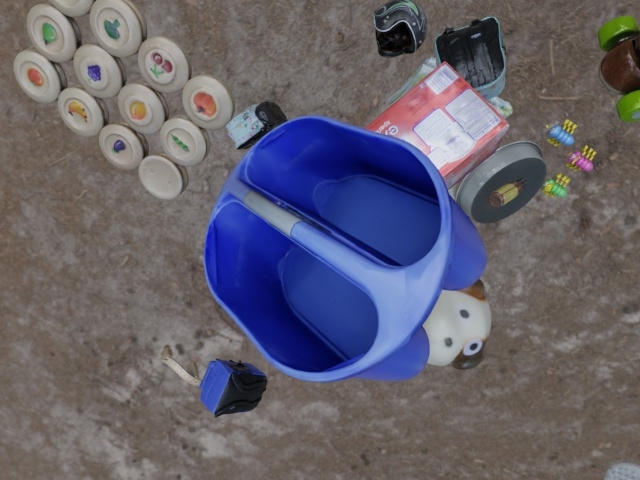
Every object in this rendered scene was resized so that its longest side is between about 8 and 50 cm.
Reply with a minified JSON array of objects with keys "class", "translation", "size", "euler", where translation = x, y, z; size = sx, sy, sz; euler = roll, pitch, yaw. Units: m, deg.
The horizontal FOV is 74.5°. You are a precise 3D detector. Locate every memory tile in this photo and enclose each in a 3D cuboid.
[{"class":"memory tile","translation":[-0.141,-0.106,0.297],"size":[0.148,0.012,0.113],"euler":[40,122,-11]}]

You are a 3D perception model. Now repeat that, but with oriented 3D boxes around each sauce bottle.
[{"class":"sauce bottle","translation":[0.465,-0.120,1.035],"size":[0.042,0.128,0.042],"euler":[39,143,38]}]

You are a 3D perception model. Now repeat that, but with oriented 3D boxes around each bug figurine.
[{"class":"bug figurine","translation":[0.776,-0.249,1.409],"size":[0.216,0.072,0.279],"euler":[27,129,-3]}]

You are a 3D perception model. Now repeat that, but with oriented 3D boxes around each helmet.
[{"class":"helmet","translation":[0.253,-0.671,1.324],"size":[0.162,0.169,0.169],"euler":[-8,120,12]}]

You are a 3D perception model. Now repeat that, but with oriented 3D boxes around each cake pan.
[{"class":"cake pan","translation":[0.550,-0.161,1.266],"size":[0.293,0.054,0.293],"euler":[-15,140,-13]}]

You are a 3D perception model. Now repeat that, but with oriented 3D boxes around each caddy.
[{"class":"caddy","translation":[0.000,0.000,0.457],"size":[0.179,0.341,0.241],"euler":[30,92,-44]}]

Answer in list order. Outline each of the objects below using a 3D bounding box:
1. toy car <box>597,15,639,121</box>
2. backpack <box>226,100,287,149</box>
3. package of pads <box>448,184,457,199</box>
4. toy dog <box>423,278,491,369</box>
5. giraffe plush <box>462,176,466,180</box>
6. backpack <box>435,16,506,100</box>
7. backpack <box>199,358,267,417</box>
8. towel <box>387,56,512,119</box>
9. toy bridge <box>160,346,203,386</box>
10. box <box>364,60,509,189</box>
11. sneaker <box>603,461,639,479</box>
[{"class":"toy car","translation":[0.492,-0.278,0.564],"size":[0.149,0.155,0.188],"euler":[-5,166,5]},{"class":"backpack","translation":[-0.217,-0.376,1.376],"size":[0.182,0.152,0.115],"euler":[-24,97,29]},{"class":"package of pads","translation":[0.324,-0.195,1.365],"size":[0.229,0.296,0.101],"euler":[-9,142,44]},{"class":"toy dog","translation":[0.203,0.192,1.033],"size":[0.408,0.395,0.284],"euler":[3,93,42]},{"class":"giraffe plush","translation":[0.572,-0.274,1.547],"size":[0.210,0.181,0.170],"euler":[-29,72,19]},{"class":"backpack","translation":[0.385,-0.439,1.074],"size":[0.166,0.188,0.144],"euler":[-11,157,15]},{"class":"backpack","translation":[-0.174,0.291,0.861],"size":[0.120,0.101,0.098],"euler":[24,94,-46]},{"class":"towel","translation":[0.472,-0.503,1.595],"size":[0.374,0.090,0.320],"euler":[27,167,-9]},{"class":"toy bridge","translation":[-0.327,0.340,1.078],"size":[0.026,0.063,0.188],"euler":[-42,127,1]},{"class":"box","translation":[0.146,-0.129,0.730],"size":[0.300,0.142,0.154],"euler":[-40,75,5]},{"class":"sneaker","translation":[0.622,0.551,0.719],"size":[0.127,0.321,0.126],"euler":[8,141,-30]}]
